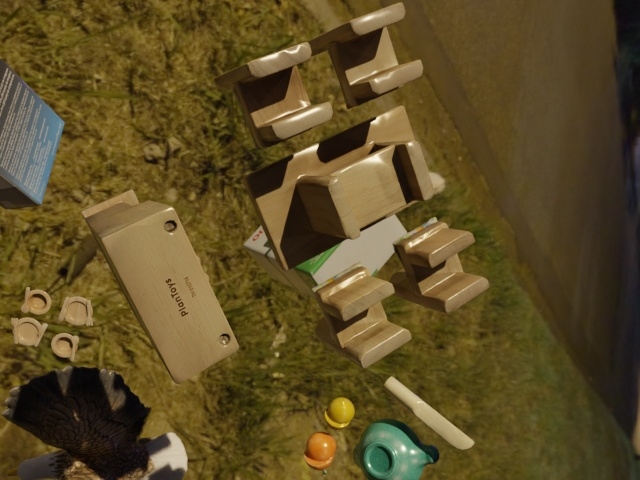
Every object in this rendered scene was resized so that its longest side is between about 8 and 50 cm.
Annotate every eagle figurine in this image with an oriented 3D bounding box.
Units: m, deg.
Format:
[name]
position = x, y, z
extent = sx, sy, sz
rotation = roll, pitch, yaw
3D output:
[eagle figurine]
position = -0.327, 0.308, 0.811
extent = 0.225, 0.226, 0.298
rotation = -36, 173, -17

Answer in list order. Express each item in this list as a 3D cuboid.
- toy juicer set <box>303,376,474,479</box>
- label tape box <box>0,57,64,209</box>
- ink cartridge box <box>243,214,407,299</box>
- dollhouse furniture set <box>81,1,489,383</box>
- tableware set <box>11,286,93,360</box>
[toy juicer set]
position = 0.111, 0.376, 1.121
extent = 0.209, 0.329, 0.089
rotation = 57, 20, 24
[label tape box]
position = -0.716, -0.254, 1.265
extent = 0.334, 0.105, 0.241
rotation = 64, 25, -60
[ink cartridge box]
position = 0.000, 0.000, 0.873
extent = 0.153, 0.208, 0.087
rotation = -49, 121, -16
[dollhouse furniture set]
position = -0.035, -0.020, 0.442
extent = 0.242, 0.161, 0.212
rotation = -28, 107, -20
[tableware set]
position = -0.580, 0.177, 1.273
extent = 0.020, 0.168, 0.141
rotation = -112, -141, -78
